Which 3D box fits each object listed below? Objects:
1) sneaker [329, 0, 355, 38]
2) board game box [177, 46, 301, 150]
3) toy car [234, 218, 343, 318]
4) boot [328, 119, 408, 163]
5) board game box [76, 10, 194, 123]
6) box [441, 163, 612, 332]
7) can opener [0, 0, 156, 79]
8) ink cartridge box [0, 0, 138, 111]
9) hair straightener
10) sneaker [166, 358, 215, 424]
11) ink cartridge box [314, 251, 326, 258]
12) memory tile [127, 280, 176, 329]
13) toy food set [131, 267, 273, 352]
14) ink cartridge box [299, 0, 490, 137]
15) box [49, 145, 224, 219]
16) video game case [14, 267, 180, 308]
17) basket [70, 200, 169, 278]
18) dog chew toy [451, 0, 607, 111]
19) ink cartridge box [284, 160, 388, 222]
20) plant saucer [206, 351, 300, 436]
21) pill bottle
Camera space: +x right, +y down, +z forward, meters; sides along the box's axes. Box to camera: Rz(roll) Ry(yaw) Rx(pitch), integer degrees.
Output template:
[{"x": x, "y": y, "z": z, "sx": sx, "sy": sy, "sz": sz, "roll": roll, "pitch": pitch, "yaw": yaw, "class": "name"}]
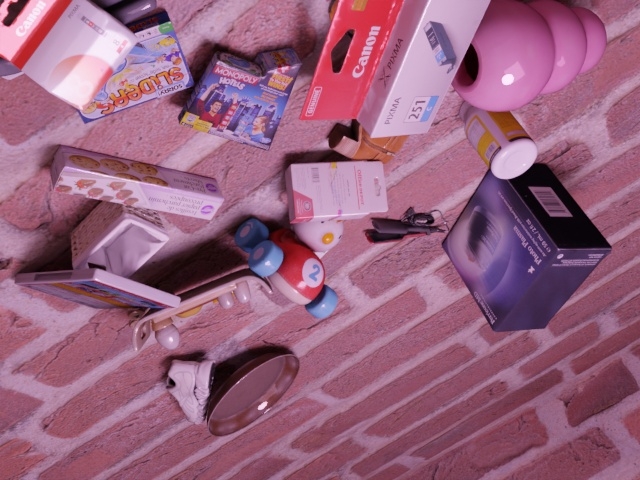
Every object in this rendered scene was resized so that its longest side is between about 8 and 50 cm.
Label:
[{"x": 0.122, "y": -0.378, "z": 1.361, "sx": 0.215, "sy": 0.083, "sz": 0.084, "roll": -4, "pitch": 136, "yaw": -27, "class": "sneaker"}, {"x": -0.131, "y": -0.271, "z": 1.368, "sx": 0.194, "sy": 0.060, "sz": 0.194, "roll": 13, "pitch": 127, "yaw": -38, "class": "board game box"}, {"x": -0.018, "y": 0.001, "z": 1.644, "sx": 0.238, "sy": 0.210, "sz": 0.219, "roll": -47, "pitch": 123, "yaw": 6, "class": "toy car"}, {"x": 0.127, "y": -0.234, "z": 1.543, "sx": 0.152, "sy": 0.073, "sz": 0.197, "roll": 13, "pitch": 141, "yaw": -37, "class": "boot"}, {"x": -0.326, "y": -0.285, "z": 1.267, "sx": 0.201, "sy": 0.035, "sz": 0.136, "roll": -21, "pitch": 142, "yaw": -4, "class": "board game box"}, {"x": 0.481, "y": 0.017, "z": 1.838, "sx": 0.183, "sy": 0.296, "sz": 0.294, "roll": -1, "pitch": 136, "yaw": -28, "class": "box"}, {"x": -0.382, "y": -0.318, "z": 1.161, "sx": 0.280, "sy": 0.093, "sz": 0.074, "roll": -29, "pitch": 141, "yaw": -3, "class": "can opener"}, {"x": -0.375, "y": -0.289, "z": 1.104, "sx": 0.145, "sy": 0.045, "sz": 0.179, "roll": -50, "pitch": 142, "yaw": 8, "class": "ink cartridge box"}, {"x": 0.222, "y": -0.035, "z": 1.840, "sx": 0.231, "sy": 0.047, "sz": 0.089, "roll": -1, "pitch": 136, "yaw": -28, "class": "hair straightener"}, {"x": -0.344, "y": 0.392, "z": 2.007, "sx": 0.118, "sy": 0.110, "sz": 0.292, "roll": 9, "pitch": 141, "yaw": -4, "class": "sneaker"}, {"x": 0.000, "y": 0.000, "z": 1.776, "sx": 0.063, "sy": 0.029, "sz": 0.115, "roll": 21, "pitch": 124, "yaw": -42, "class": "ink cartridge box"}, {"x": -0.389, "y": 0.152, "z": 1.758, "sx": 0.113, "sy": 0.012, "sz": 0.148, "roll": -12, "pitch": 140, "yaw": -16, "class": "memory tile"}, {"x": -0.250, "y": 0.151, "z": 1.647, "sx": 0.306, "sy": 0.092, "sz": 0.220, "roll": -22, "pitch": -176, "yaw": -4, "class": "toy food set"}, {"x": 0.125, "y": -0.312, "z": 1.321, "sx": 0.261, "sy": 0.066, "sz": 0.296, "roll": -8, "pitch": 139, "yaw": -31, "class": "ink cartridge box"}, {"x": -0.342, "y": -0.105, "z": 1.444, "sx": 0.324, "sy": 0.067, "sz": 0.063, "roll": 11, "pitch": 130, "yaw": -36, "class": "box"}, {"x": -0.448, "y": 0.100, "z": 1.525, "sx": 0.285, "sy": 0.025, "sz": 0.204, "roll": -4, "pitch": 158, "yaw": 40, "class": "video game case"}, {"x": -0.398, "y": -0.008, "z": 1.495, "sx": 0.167, "sy": 0.103, "sz": 0.113, "roll": -39, "pitch": 140, "yaw": 19, "class": "basket"}, {"x": 0.403, "y": -0.364, "z": 1.447, "sx": 0.332, "sy": 0.206, "sz": 0.206, "roll": -17, "pitch": 142, "yaw": -24, "class": "dog chew toy"}, {"x": 0.033, "y": -0.101, "z": 1.580, "sx": 0.198, "sy": 0.115, "sz": 0.067, "roll": -3, "pitch": 172, "yaw": -14, "class": "ink cartridge box"}, {"x": -0.189, "y": 0.408, "z": 2.069, "sx": 0.311, "sy": 0.050, "sz": 0.310, "roll": -35, "pitch": 152, "yaw": -22, "class": "plant saucer"}, {"x": 0.364, "y": -0.222, "z": 1.588, "sx": 0.103, "sy": 0.184, "sz": 0.103, "roll": -15, "pitch": 141, "yaw": -12, "class": "pill bottle"}]
